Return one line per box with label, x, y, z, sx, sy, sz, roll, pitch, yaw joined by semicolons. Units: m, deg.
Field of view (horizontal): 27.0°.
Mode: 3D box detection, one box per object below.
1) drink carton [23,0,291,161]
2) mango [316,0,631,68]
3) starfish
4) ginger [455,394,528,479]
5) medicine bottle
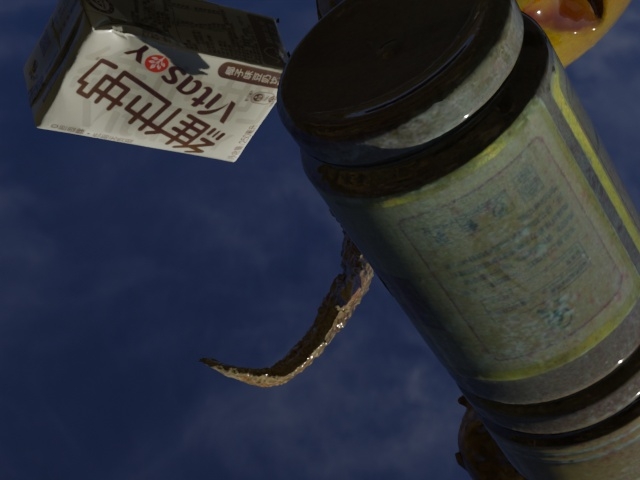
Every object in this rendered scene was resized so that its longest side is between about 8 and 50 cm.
drink carton;-0.220;-0.234;1.851;0.324;0.194;0.132;9;-135;-33
mango;0.140;-0.233;1.138;0.253;0.365;0.182;-2;-106;-23
starfish;0.009;0.007;1.589;0.132;0.384;0.398;27;-119;5
ginger;0.316;0.267;1.398;0.357;0.152;0.274;45;-153;20
medicine bottle;0.111;0.001;0.790;0.151;0.322;0.151;-23;-143;19
